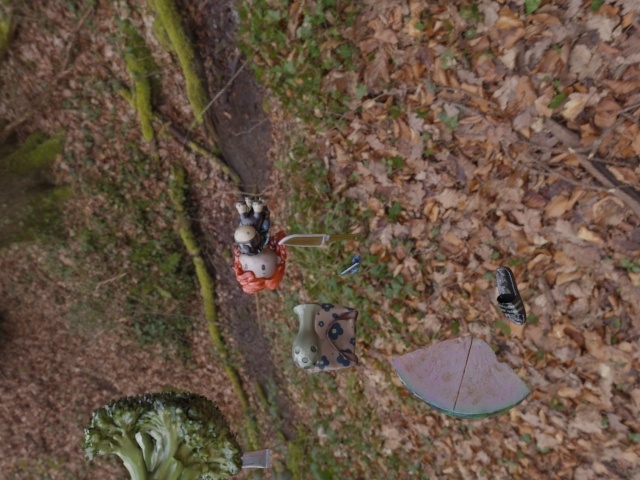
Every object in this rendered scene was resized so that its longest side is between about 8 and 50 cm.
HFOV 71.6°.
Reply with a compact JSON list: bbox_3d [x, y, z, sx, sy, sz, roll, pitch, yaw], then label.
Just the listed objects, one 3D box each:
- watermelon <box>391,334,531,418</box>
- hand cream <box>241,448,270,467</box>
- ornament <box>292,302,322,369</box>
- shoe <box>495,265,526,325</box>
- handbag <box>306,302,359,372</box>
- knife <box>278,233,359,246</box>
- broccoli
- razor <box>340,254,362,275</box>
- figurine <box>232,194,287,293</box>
[{"bbox_3d":[0.441,0.471,1.430,0.292,0.319,0.222,62,176,40],"label":"watermelon"},{"bbox_3d":[-0.274,0.736,1.488,0.038,0.216,0.052,-144,64,-65],"label":"hand cream"},{"bbox_3d":[-0.031,0.234,1.070,0.074,0.156,0.081,-5,142,3],"label":"ornament"},{"bbox_3d":[0.544,0.167,1.301,0.071,0.049,0.179,-11,96,62],"label":"shoe"},{"bbox_3d":[0.044,0.362,1.645,0.193,0.252,0.190,1,165,4],"label":"handbag"},{"bbox_3d":[0.000,0.001,1.299,0.022,0.255,0.046,65,145,39],"label":"knife"},{"bbox_3d":[-0.341,0.543,1.001,0.275,0.352,0.397,-36,59,56],"label":"broccoli"},{"bbox_3d":[0.132,0.092,1.684,0.082,0.253,0.042,-37,91,13],"label":"razor"},{"bbox_3d":[-0.260,0.013,1.824,0.412,0.241,0.306,88,174,-46],"label":"figurine"}]
